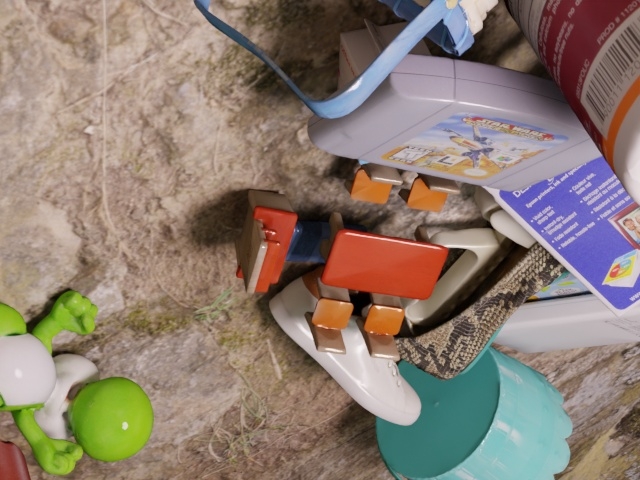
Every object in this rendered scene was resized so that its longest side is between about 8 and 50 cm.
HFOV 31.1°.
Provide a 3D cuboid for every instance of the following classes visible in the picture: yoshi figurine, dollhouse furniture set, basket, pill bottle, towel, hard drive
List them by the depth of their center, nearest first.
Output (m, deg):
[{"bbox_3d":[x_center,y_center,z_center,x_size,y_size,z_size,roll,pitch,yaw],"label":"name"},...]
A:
[{"bbox_3d":[0.040,-0.266,1.060,0.289,0.255,0.201,-47,141,0],"label":"basket"},{"bbox_3d":[0.308,-0.232,1.107,0.224,0.392,0.224,-13,142,-11],"label":"pill bottle"},{"bbox_3d":[0.030,0.022,1.431,0.259,0.135,0.262,9,118,-17],"label":"dollhouse furniture set"},{"bbox_3d":[-0.338,0.186,1.458,0.204,0.203,0.362,-38,143,9],"label":"yoshi figurine"},{"bbox_3d":[0.000,0.000,1.530,0.120,0.029,0.067,4,135,-29],"label":"towel"},{"bbox_3d":[0.403,0.124,1.737,0.308,0.040,0.203,-10,160,37],"label":"hard drive"}]

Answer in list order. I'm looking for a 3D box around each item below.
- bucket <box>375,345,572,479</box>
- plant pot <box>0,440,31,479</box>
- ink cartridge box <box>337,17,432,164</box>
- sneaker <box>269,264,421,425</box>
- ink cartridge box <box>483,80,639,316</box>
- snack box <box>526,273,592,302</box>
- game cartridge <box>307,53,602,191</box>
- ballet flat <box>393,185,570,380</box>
[{"bbox_3d":[0.232,0.290,1.802,0.281,0.281,0.183,-39,129,20],"label":"bucket"},{"bbox_3d":[-0.496,0.434,1.613,0.273,0.265,0.272,-13,141,-11],"label":"plant pot"},{"bbox_3d":[0.075,-0.174,1.305,0.090,0.092,0.143,-12,142,-12],"label":"ink cartridge box"},{"bbox_3d":[0.068,0.149,1.623,0.123,0.106,0.290,-41,115,12],"label":"sneaker"},{"bbox_3d":[0.377,-0.096,1.379,0.307,0.072,0.304,43,118,-14],"label":"ink cartridge box"},{"bbox_3d":[0.406,0.058,1.712,0.207,0.070,0.175,17,157,-37],"label":"snack box"},{"bbox_3d":[0.161,-0.120,1.218,0.297,0.062,0.198,10,166,-27],"label":"game cartridge"},{"bbox_3d":[0.241,0.018,1.586,0.182,0.164,0.483,24,127,-23],"label":"ballet flat"}]
